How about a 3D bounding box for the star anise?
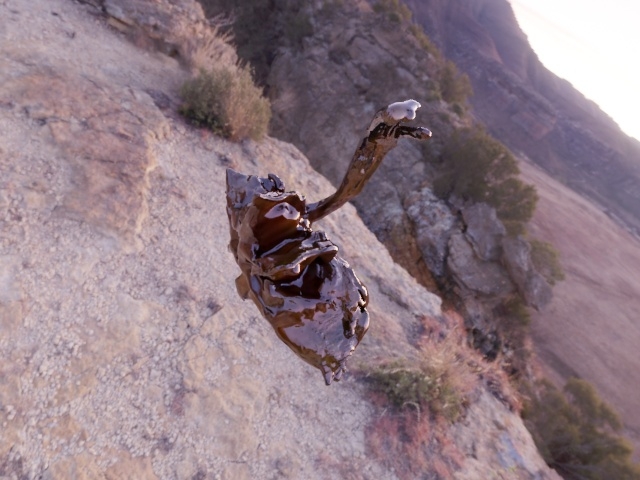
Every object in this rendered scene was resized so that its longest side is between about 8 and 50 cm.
[{"bbox_3d":[-0.007,0.001,0.437,0.148,0.346,0.237,-15,60,-36],"label":"star anise"}]
